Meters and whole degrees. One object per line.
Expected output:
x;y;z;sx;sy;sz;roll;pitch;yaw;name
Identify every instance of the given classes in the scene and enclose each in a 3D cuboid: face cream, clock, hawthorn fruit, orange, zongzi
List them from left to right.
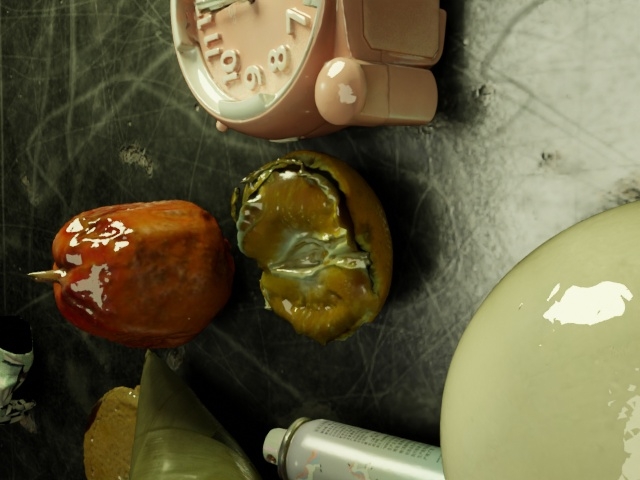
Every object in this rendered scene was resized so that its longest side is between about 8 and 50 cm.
-0.177;0.038;0.603;0.173;0.179;0.173;1;97;6;hawthorn fruit
-0.129;0.234;0.535;0.317;0.154;0.289;62;165;12;zongzi
-0.023;-0.196;0.495;0.241;0.142;0.227;4;99;42;clock
0.000;0.000;0.518;0.160;0.112;0.170;40;141;9;orange
0.048;0.214;0.541;0.229;0.075;0.075;3;99;33;face cream

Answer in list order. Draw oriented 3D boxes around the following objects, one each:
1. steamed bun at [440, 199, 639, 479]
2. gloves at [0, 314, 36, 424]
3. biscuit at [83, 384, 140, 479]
0.223;0.131;0.338;0.324;0.206;0.324;7;102;33;steamed bun
-0.489;0.208;0.872;0.127;0.111;0.212;42;110;15;gloves
-0.219;0.288;0.744;0.226;0.042;0.226;5;100;30;biscuit
